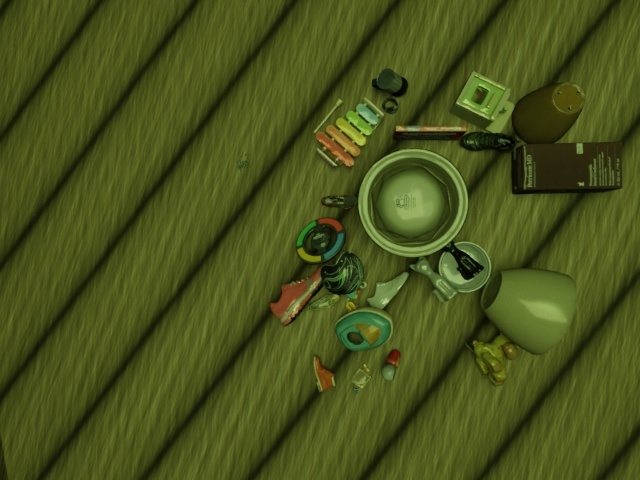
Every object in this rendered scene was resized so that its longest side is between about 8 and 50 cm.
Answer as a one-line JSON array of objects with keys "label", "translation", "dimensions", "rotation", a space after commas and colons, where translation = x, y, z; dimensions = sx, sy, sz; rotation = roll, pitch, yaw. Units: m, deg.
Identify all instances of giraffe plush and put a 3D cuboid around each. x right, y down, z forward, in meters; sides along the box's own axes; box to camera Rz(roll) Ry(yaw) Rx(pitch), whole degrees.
[{"label": "giraffe plush", "translation": [0.724, 0.457, 1.763], "dimensions": [0.170, 0.181, 0.210], "rotation": [-27, 52, -7]}]

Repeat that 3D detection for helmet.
[{"label": "helmet", "translation": [0.100, 0.135, 1.771], "dimensions": [0.161, 0.169, 0.169], "rotation": [-20, 86, 33]}]

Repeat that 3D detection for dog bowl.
[{"label": "dog bowl", "translation": [0.348, -0.141, 1.670], "dimensions": [0.408, 0.150, 0.408], "rotation": [0, 90, 7]}]

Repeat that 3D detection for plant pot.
[{"label": "plant pot", "translation": [0.921, -0.519, 1.713], "dimensions": [0.237, 0.254, 0.237], "rotation": [0, 89, 5]}]

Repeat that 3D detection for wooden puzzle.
[{"label": "wooden puzzle", "translation": [0.175, 0.593, 1.858], "dimensions": [0.078, 0.014, 0.116], "rotation": [43, 92, 9]}]

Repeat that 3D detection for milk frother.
[{"label": "milk frother", "translation": [0.292, -0.627, 1.825], "dimensions": [0.129, 0.134, 0.143], "rotation": [-16, 83, 35]}]

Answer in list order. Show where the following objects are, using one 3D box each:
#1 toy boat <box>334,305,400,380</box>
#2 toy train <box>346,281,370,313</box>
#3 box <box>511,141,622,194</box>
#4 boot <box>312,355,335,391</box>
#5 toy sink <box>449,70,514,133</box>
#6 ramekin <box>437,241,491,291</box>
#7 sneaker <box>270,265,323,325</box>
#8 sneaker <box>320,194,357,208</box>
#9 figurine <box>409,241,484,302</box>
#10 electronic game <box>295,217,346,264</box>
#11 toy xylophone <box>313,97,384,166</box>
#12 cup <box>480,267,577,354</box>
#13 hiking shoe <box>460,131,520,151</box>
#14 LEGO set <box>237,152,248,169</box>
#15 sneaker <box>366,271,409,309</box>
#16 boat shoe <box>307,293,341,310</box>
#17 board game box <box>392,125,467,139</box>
[{"label": "toy boat", "translation": [0.216, 0.418, 1.765], "dimensions": [0.267, 0.148, 0.318], "rotation": [-34, 100, 36]}, {"label": "toy train", "translation": [0.168, 0.259, 1.847], "dimensions": [0.125, 0.046, 0.166], "rotation": [-11, 90, 15]}, {"label": "box", "translation": [0.993, -0.292, 1.759], "dimensions": [0.381, 0.143, 0.191], "rotation": [-1, 88, 6]}, {"label": "boot", "translation": [0.014, 0.562, 1.853], "dimensions": [0.084, 0.059, 0.158], "rotation": [-16, 95, 1]}, {"label": "toy sink", "translation": [0.687, -0.565, 1.793], "dimensions": [0.234, 0.131, 0.153], "rotation": [29, 91, 4]}, {"label": "ramekin", "translation": [0.584, 0.108, 1.792], "dimensions": [0.207, 0.109, 0.207], "rotation": [0, 88, 4]}, {"label": "sneaker", "translation": [-0.095, 0.212, 1.842], "dimensions": [0.136, 0.116, 0.314], "rotation": [40, 90, 9]}, {"label": "sneaker", "translation": [0.078, -0.167, 1.863], "dimensions": [0.157, 0.065, 0.061], "rotation": [-4, 88, 5]}, {"label": "figurine", "translation": [0.490, 0.104, 1.710], "dimensions": [0.215, 0.092, 0.209], "rotation": [-43, 78, 3]}, {"label": "electronic game", "translation": [0.000, 0.000, 1.822], "dimensions": [0.229, 0.048, 0.229], "rotation": [-14, 52, 19]}, {"label": "toy xylophone", "translation": [0.105, -0.473, 1.863], "dimensions": [0.236, 0.081, 0.323], "rotation": [35, 91, 5]}, {"label": "cup", "translation": [0.762, 0.237, 1.658], "dimensions": [0.237, 0.331, 0.331], "rotation": [22, 90, 3]}, {"label": "hiking shoe", "translation": [0.704, -0.419, 1.796], "dimensions": [0.226, 0.114, 0.086], "rotation": [4, 88, 5]}, {"label": "LEGO set", "translation": [-0.349, -0.353, 1.924], "dimensions": [0.054, 0.023, 0.083], "rotation": [-2, 88, 5]}, {"label": "sneaker", "translation": [0.283, 0.201, 1.835], "dimensions": [0.094, 0.080, 0.212], "rotation": [42, 93, 16]}, {"label": "boat shoe", "translation": [0.018, 0.267, 1.862], "dimensions": [0.153, 0.048, 0.056], "rotation": [-18, 87, 4]}, {"label": "board game box", "translation": [0.449, -0.447, 1.802], "dimensions": [0.281, 0.145, 0.027], "rotation": [1, 88, 5]}]
